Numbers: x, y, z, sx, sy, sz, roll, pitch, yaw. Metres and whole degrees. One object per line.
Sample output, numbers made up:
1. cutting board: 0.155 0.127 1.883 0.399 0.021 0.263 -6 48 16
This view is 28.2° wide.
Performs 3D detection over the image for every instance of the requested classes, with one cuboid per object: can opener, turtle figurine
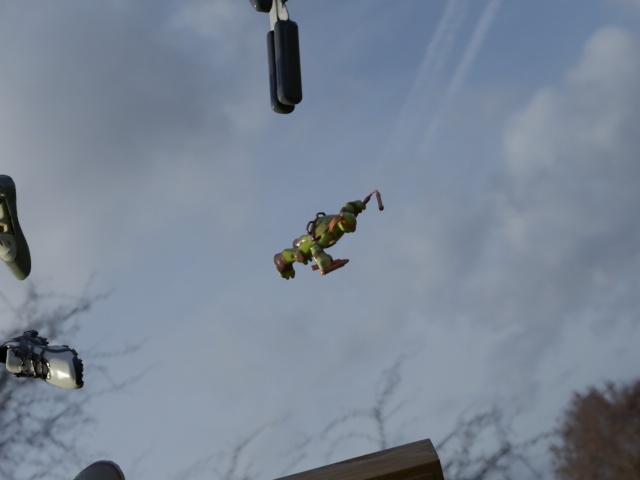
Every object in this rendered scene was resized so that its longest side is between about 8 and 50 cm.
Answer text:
1. can opener: -0.092 -0.370 2.325 0.095 0.283 0.076 5 -22 -22
2. turtle figurine: 0.000 0.000 2.481 0.217 0.087 0.269 -33 19 43

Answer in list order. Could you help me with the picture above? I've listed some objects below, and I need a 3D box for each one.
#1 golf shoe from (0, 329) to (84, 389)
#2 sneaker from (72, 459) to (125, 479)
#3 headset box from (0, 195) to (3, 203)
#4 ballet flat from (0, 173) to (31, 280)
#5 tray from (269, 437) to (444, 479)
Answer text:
1. golf shoe: -0.471 0.210 2.129 0.094 0.198 0.077 -14 -71 -42
2. sneaker: -0.370 0.431 1.930 0.252 0.103 0.111 -61 -4 -38
3. headset box: -0.639 -0.071 2.383 0.083 0.032 0.062 28 -80 -48
4. ballet flat: -0.619 -0.024 2.486 0.072 0.213 0.068 -15 -7 34
5. tray: -0.018 0.430 1.779 0.411 0.203 0.076 -14 19 -2
